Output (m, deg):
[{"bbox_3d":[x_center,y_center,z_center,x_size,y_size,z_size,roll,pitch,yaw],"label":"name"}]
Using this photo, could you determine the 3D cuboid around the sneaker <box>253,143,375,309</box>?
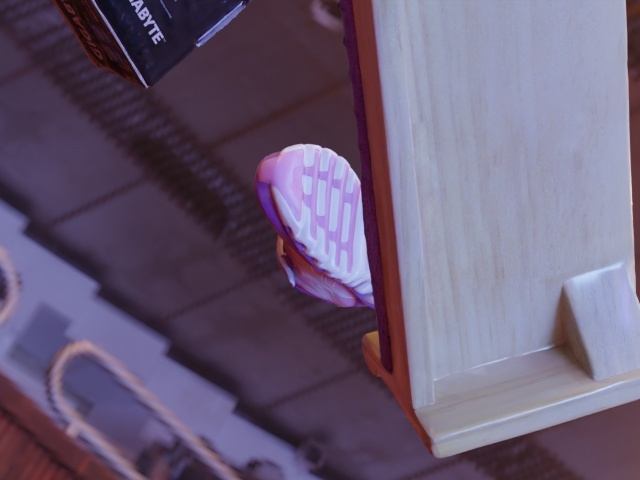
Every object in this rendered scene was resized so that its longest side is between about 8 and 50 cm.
[{"bbox_3d":[0.000,0.000,1.456,0.105,0.095,0.236,-2,-25,31],"label":"sneaker"}]

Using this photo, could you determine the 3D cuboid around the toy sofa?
[{"bbox_3d":[0.081,-0.084,0.926,0.177,0.150,0.362,-124,-158,-55],"label":"toy sofa"}]

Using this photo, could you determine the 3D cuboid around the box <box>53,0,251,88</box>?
[{"bbox_3d":[-0.109,-0.298,1.124,0.079,0.257,0.322,26,-26,47],"label":"box"}]
